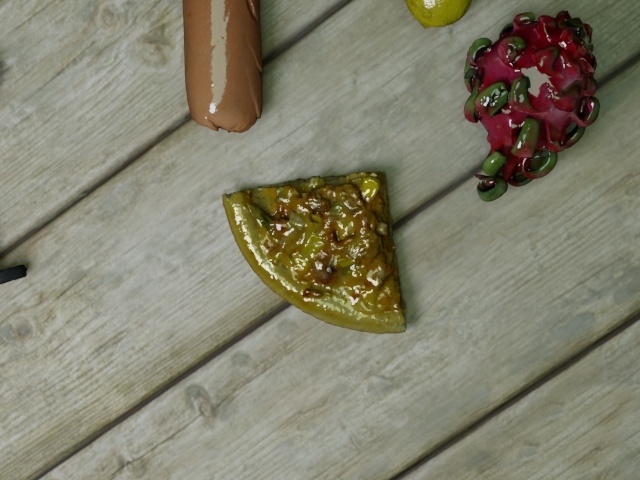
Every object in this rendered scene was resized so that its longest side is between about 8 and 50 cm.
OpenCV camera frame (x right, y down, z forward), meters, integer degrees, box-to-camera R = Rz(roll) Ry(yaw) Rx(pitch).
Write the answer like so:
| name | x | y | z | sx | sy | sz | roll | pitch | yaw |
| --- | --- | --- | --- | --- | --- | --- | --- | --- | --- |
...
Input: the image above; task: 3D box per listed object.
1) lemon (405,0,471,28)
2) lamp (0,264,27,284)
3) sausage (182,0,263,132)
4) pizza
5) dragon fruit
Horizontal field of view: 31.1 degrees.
| name | x | y | z | sx | sy | sz | roll | pitch | yaw |
| --- | --- | --- | --- | --- | --- | --- | --- | --- | --- |
| lemon | 0.177 | -0.382 | 1.723 | 0.109 | 0.109 | 0.133 | 11 | 104 | 2 |
| lamp | -0.509 | -0.094 | 1.831 | 0.108 | 0.130 | 0.371 | 6 | 84 | -19 |
| sausage | -0.149 | -0.315 | 1.747 | 0.121 | 0.121 | 0.304 | -1 | 96 | 4 |
| pizza | -0.006 | 0.034 | 1.804 | 0.257 | 0.087 | 0.269 | -9 | 99 | 8 |
| dragon fruit | 0.315 | -0.200 | 1.703 | 0.198 | 0.218 | 0.273 | 0 | 105 | 41 |
